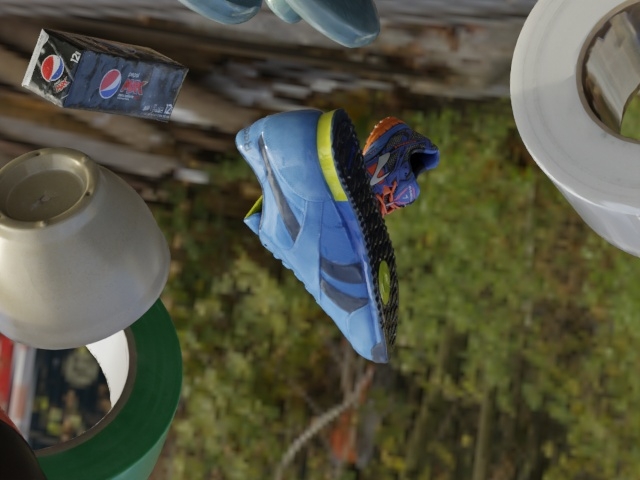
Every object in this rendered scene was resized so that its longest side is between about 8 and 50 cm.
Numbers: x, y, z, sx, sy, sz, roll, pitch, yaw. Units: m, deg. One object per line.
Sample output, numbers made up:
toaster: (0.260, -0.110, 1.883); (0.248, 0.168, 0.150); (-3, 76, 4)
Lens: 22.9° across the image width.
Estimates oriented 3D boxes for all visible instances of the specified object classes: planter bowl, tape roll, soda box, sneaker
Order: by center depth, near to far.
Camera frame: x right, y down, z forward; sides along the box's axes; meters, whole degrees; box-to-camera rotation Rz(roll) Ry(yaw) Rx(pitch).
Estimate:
sneaker: (0.000, 0.000, 1.084); (0.082, 0.069, 0.209); (-7, 127, 17)
planter bowl: (-0.213, -0.006, 1.291); (0.162, 0.162, 0.109); (5, 138, 16)
tape roll: (0.297, -0.115, 1.318); (0.246, 0.246, 0.169); (4, 166, 23)
tape roll: (-0.282, 0.111, 1.359); (0.321, 0.321, 0.077); (9, 134, -14)
soda box: (-0.194, -0.150, 1.444); (0.053, 0.060, 0.169); (28, -168, 25)
sneaker: (0.074, -0.065, 1.913); (0.087, 0.221, 0.083); (19, 144, 21)

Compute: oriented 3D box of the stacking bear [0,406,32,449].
stacking bear: (-0.395, 0.294, 1.464); (0.289, 0.175, 0.164); (-27, -141, -26)

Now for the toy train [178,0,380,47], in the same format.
toy train: (-0.047, -0.185, 0.590); (0.142, 0.190, 0.334); (-43, 158, 24)

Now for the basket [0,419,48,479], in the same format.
basket: (-0.204, 0.196, 0.867); (0.154, 0.204, 0.227); (46, 161, -21)
